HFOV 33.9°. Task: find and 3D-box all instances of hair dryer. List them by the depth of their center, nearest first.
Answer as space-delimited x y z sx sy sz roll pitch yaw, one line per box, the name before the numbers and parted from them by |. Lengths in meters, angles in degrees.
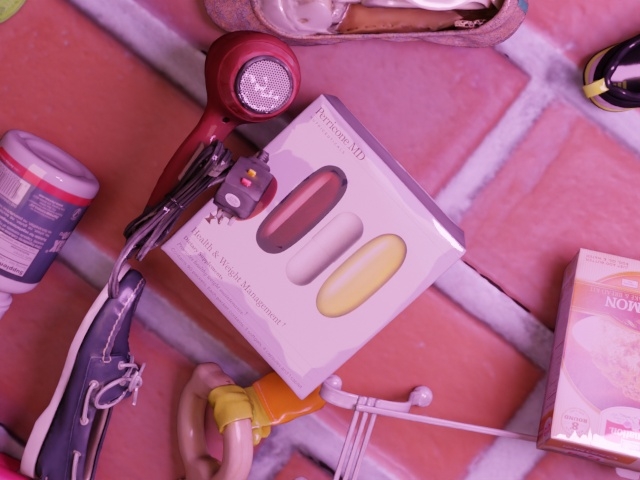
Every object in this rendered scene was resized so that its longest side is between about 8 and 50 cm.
hair dryer | -0.109 -0.100 0.945 0.223 0.293 0.080 -27 122 38

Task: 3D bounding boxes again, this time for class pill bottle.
pill bottle | -0.311 -0.009 1.047 0.108 0.108 0.180 35 99 1

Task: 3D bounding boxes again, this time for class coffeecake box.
coffeecake box | 0.291 0.116 0.982 0.142 0.068 0.185 12 70 4

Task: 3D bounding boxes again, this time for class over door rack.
over door rack | 0.121 0.279 1.044 0.324 0.108 0.239 15 97 -10

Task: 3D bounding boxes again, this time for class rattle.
rattle | -0.084 0.220 1.087 0.130 0.143 0.199 26 117 34

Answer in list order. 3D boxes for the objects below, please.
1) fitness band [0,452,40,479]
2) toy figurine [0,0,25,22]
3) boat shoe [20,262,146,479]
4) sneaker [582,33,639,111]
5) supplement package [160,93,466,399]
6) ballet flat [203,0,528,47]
fitness band | -0.361 0.334 1.115 0.291 0.054 0.209 24 98 4
toy figurine | -0.357 -0.296 0.996 0.130 0.159 0.173 11 96 5
boat shoe | -0.223 0.145 1.060 0.079 0.095 0.254 26 99 4
sneaker | 0.355 -0.174 0.967 0.235 0.097 0.084 -24 93 8
supplement package | 0.000 0.000 0.995 0.203 0.149 0.194 -43 90 9
ballet flat | 0.037 -0.237 0.988 0.316 0.106 0.107 1 96 6
